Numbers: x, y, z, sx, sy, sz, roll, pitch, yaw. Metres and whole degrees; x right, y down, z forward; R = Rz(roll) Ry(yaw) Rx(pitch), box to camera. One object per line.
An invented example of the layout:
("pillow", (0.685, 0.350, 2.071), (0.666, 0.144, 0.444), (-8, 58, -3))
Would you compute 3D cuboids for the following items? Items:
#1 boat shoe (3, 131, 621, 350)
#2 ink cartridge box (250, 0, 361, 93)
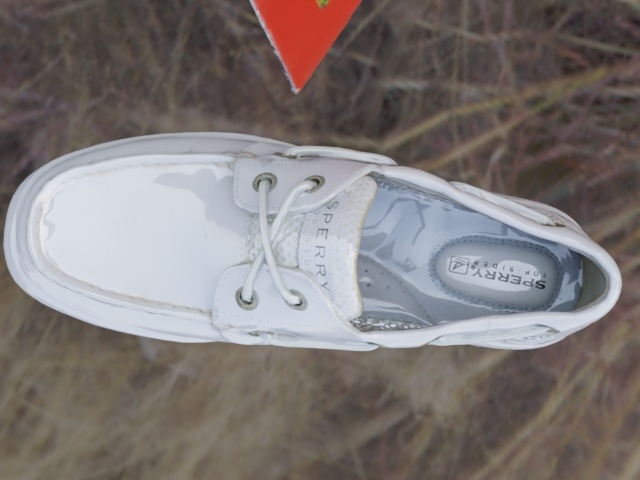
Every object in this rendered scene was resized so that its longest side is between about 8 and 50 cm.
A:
("boat shoe", (0.000, 0.000, 0.718), (0.277, 0.098, 0.096), (3, 178, -10))
("ink cartridge box", (0.040, -0.223, 0.643), (0.060, 0.275, 0.239), (20, 157, 32))
